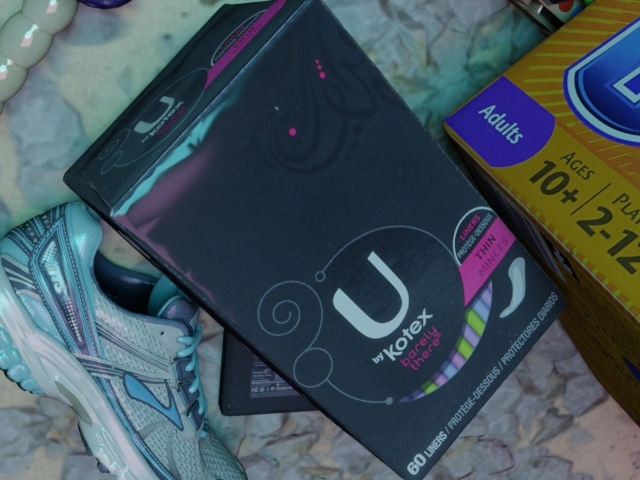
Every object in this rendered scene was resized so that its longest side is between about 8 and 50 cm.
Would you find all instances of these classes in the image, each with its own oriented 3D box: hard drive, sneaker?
[{"bbox_3d":[-0.027,0.073,0.696,0.094,0.022,0.135,0,116,-16],"label":"hard drive"},{"bbox_3d":[-0.121,0.092,0.632,0.122,0.110,0.283,-38,120,-1],"label":"sneaker"}]

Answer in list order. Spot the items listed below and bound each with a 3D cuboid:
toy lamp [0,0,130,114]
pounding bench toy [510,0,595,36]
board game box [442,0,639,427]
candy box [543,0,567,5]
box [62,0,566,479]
[{"bbox_3d":[-0.220,-0.068,0.541,0.080,0.080,0.275,36,99,-28],"label":"toy lamp"},{"bbox_3d":[0.168,-0.165,0.600,0.065,0.083,0.052,32,103,-26],"label":"pounding bench toy"},{"bbox_3d":[0.364,0.013,0.553,0.356,0.356,0.356,-37,132,3],"label":"board game box"},{"bbox_3d":[0.078,-0.229,0.459,0.233,0.159,0.071,43,100,-8],"label":"candy box"},{"bbox_3d":[0.000,0.000,0.575,0.165,0.143,0.270,-49,117,-8],"label":"box"}]
